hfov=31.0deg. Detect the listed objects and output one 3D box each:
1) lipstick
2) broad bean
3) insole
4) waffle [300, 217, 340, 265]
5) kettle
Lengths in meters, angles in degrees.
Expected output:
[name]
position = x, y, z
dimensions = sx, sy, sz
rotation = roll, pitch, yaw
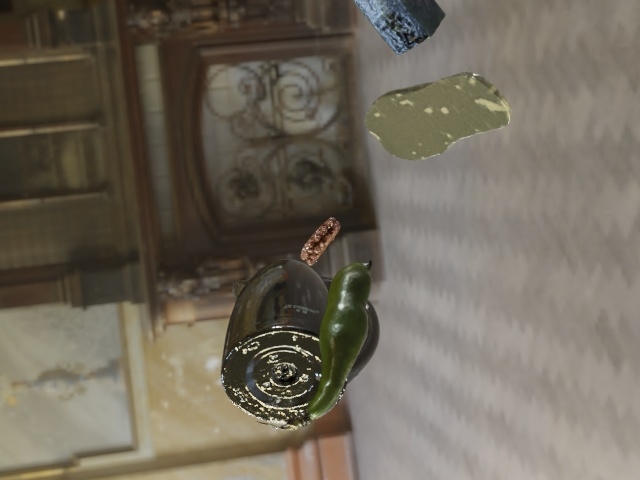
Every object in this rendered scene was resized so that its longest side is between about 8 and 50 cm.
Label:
[lipstick]
position = 0.004, -0.318, 1.127
dimensions = 0.051, 0.051, 0.312
rotation = -22, 116, 46
[broad bean]
position = 0.017, 0.151, 1.739
dimensions = 0.056, 0.098, 0.318
rotation = 86, -151, -54
[insole]
position = 0.103, -0.115, 1.074
dimensions = 0.081, 0.011, 0.248
rotation = 45, 162, -13
[waffle]
position = 0.000, 0.000, 1.666
dimensions = 0.075, 0.029, 0.083
rotation = -53, -2, -6
[kettle]
position = -0.029, 0.153, 2.002
dimensions = 0.290, 0.268, 0.207
rotation = -89, 10, -57
